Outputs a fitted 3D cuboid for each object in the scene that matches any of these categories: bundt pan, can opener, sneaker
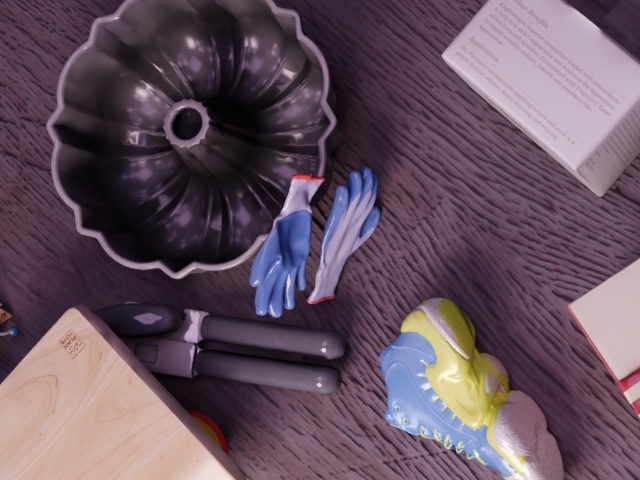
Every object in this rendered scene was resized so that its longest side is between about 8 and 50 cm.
[{"bbox_3d":[-0.125,-0.115,1.550,0.331,0.124,0.330,-2,81,17],"label":"bundt pan"},{"bbox_3d":[-0.117,0.114,1.527,0.284,0.095,0.075,6,84,25],"label":"can opener"},{"bbox_3d":[0.146,0.182,1.452,0.126,0.091,0.240,-39,72,28],"label":"sneaker"}]

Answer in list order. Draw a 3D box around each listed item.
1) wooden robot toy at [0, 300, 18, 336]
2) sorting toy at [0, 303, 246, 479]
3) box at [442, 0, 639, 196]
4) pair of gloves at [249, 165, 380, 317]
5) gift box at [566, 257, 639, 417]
[{"bbox_3d":[-0.411,0.117,1.595,0.076,0.079,0.173,20,58,18],"label":"wooden robot toy"},{"bbox_3d":[-0.234,0.234,1.519,0.255,0.089,0.257,46,111,5],"label":"sorting toy"},{"bbox_3d":[0.240,-0.155,1.409,0.181,0.182,0.119,44,98,19],"label":"box"},{"bbox_3d":[0.000,0.000,1.465,0.023,0.198,0.159,28,108,30],"label":"pair of gloves"},{"bbox_3d":[0.403,0.094,1.277,0.258,0.276,0.255,-35,78,9],"label":"gift box"}]
